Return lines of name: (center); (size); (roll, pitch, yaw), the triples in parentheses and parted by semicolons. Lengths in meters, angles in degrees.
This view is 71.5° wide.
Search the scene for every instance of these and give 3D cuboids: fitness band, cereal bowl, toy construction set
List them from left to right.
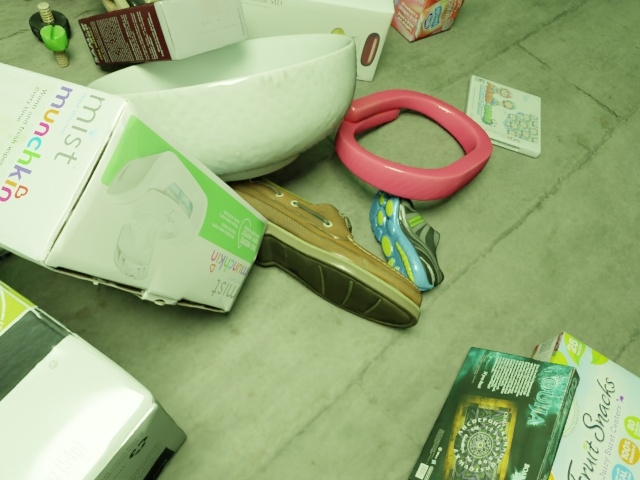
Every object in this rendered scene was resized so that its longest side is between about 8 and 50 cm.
toy construction set: (-0.366, -0.494, 0.718); (0.309, 0.237, 0.257); (-34, 71, -26)
cereal bowl: (-0.114, -0.174, 0.597); (0.340, 0.141, 0.339); (-8, 30, 5)
fitness band: (0.149, -0.155, 0.696); (0.209, 0.054, 0.291); (40, 45, 19)

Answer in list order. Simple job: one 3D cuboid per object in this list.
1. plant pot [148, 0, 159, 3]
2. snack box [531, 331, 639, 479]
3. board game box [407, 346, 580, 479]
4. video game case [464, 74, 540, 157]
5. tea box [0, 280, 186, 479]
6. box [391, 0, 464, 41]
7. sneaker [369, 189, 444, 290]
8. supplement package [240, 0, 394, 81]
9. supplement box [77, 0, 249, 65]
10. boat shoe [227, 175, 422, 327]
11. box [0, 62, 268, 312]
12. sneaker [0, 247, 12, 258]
plant pot: (-0.211, -0.425, 0.777); (0.109, 0.096, 0.108); (30, 104, 8)
snack box: (0.314, 0.242, 0.515); (0.175, 0.070, 0.207); (34, 58, 10)
board game box: (0.193, 0.208, 0.490); (0.186, 0.126, 0.026); (-51, 122, -29)
video game case: (0.342, -0.236, 0.833); (0.143, 0.019, 0.157); (18, 58, 0)
tea box: (-0.340, 0.188, 0.331); (0.324, 0.220, 0.329); (30, 59, 9)
box: (0.172, -0.553, 0.925); (0.128, 0.122, 0.256); (-28, 69, -23)
sneaker: (0.125, -0.011, 0.641); (0.078, 0.067, 0.188); (7, 54, -32)
supplement package: (-0.019, -0.426, 0.801); (0.262, 0.145, 0.203); (5, 59, -8)
supplement box: (-0.236, -0.313, 0.657); (0.240, 0.073, 0.130); (15, 40, 38)
boat shoe: (0.000, 0.000, 0.572); (0.308, 0.110, 0.104); (28, 60, 6)
box: (-0.213, -0.036, 0.425); (0.231, 0.262, 0.126); (18, 80, 19)
sneaker: (-0.438, 0.013, 0.497); (0.080, 0.081, 0.211); (39, 62, 10)
